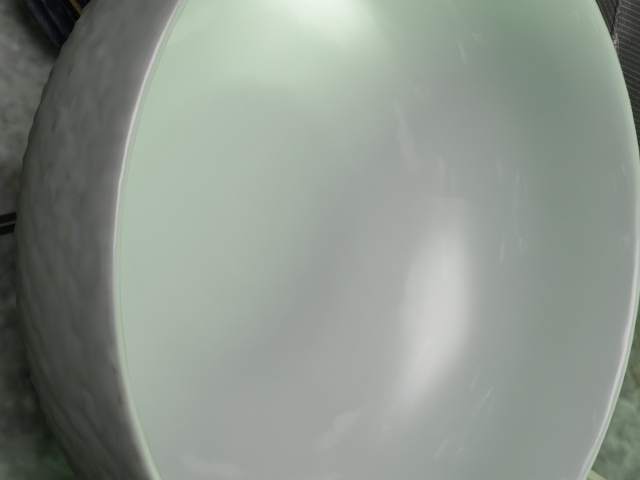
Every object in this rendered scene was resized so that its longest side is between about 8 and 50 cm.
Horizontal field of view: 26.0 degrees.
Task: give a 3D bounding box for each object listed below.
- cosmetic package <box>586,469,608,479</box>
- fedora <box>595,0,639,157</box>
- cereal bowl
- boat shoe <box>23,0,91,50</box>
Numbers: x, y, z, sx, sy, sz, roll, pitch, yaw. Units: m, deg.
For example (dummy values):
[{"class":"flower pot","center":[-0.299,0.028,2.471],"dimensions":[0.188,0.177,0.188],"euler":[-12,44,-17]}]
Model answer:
[{"class":"cosmetic package","center":[0.125,0.150,0.740],"dimensions":[0.115,0.041,0.060],"euler":[35,61,-12]},{"class":"fedora","center":[0.250,-0.117,0.799],"dimensions":[0.244,0.124,0.275],"euler":[5,92,-27]},{"class":"cereal bowl","center":[0.000,0.000,0.632],"dimensions":[0.339,0.141,0.339],"euler":[-2,93,-44]},{"class":"boat shoe","center":[-0.072,-0.097,0.718],"dimensions":[0.183,0.083,0.065],"euler":[47,56,-37]}]
